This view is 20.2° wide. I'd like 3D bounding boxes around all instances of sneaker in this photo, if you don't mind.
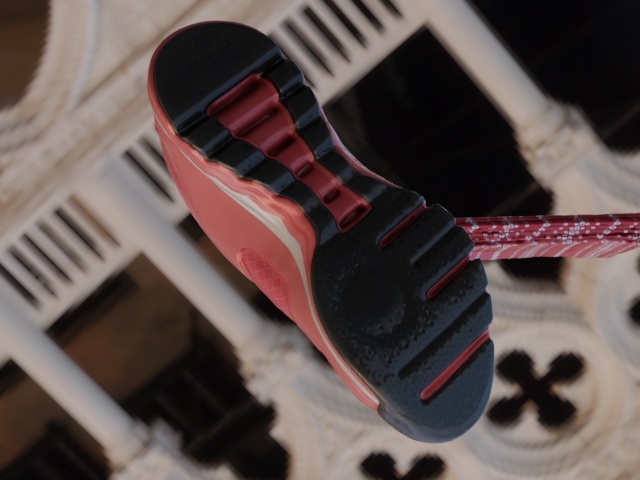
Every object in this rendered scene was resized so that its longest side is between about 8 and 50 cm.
[{"bbox_3d":[0.000,-0.001,1.176,0.116,0.314,0.136,-35,172,-20],"label":"sneaker"}]

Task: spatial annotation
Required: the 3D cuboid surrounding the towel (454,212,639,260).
[{"bbox_3d":[0.148,0.005,1.539,0.274,0.031,0.199,-2,174,-8],"label":"towel"}]
